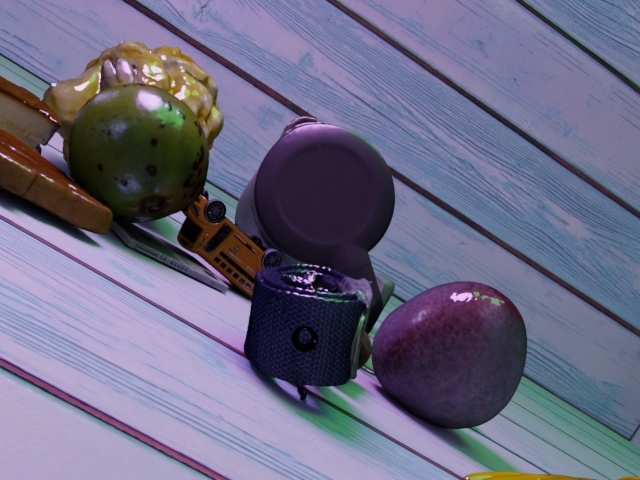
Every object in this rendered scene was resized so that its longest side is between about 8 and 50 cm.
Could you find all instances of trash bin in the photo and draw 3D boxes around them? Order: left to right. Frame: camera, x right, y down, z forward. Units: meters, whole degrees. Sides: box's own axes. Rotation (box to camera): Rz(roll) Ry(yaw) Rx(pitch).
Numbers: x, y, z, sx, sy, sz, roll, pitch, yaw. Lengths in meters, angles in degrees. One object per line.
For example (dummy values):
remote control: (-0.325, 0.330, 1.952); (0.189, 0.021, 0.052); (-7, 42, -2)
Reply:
trash bin: (0.103, 0.125, 1.952); (0.059, 0.116, 0.130); (32, 3, 15)

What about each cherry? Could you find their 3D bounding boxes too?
cherry: (0.186, 0.167, 1.330); (0.213, 0.266, 0.183); (30, 39, -17)

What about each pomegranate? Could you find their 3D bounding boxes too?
pomegranate: (-0.252, -0.140, 1.256); (0.202, 0.202, 0.248); (29, 38, -53)

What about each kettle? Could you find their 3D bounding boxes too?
kettle: (0.000, 0.000, 1.571); (0.376, 0.250, 0.361); (139, -64, -80)

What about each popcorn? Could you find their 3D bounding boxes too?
popcorn: (-0.289, -0.183, 1.505); (0.274, 0.279, 0.335); (51, -15, -14)

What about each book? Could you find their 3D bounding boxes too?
book: (-0.223, 0.014, 1.307); (0.181, 0.014, 0.127); (31, 3, -39)

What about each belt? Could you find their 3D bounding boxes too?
belt: (-0.014, 0.101, 1.040); (0.139, 0.126, 0.230); (9, 5, -2)

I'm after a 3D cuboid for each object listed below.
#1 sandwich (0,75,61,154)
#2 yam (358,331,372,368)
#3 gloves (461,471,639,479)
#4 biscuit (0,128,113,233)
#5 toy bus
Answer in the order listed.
sandwich: (-0.483, -0.196, 1.338); (0.244, 0.090, 0.088); (30, 9, 3)
yam: (0.022, 0.140, 1.214); (0.084, 0.084, 0.127); (33, -2, 12)
gloves: (0.278, 0.312, 1.048); (0.294, 0.116, 0.133); (19, -18, -36)
biscuit: (-0.383, -0.095, 1.133); (0.278, 0.043, 0.301); (32, 0, -17)
toy bus: (-0.145, 0.003, 1.376); (0.194, 0.088, 0.083); (44, -6, -34)
